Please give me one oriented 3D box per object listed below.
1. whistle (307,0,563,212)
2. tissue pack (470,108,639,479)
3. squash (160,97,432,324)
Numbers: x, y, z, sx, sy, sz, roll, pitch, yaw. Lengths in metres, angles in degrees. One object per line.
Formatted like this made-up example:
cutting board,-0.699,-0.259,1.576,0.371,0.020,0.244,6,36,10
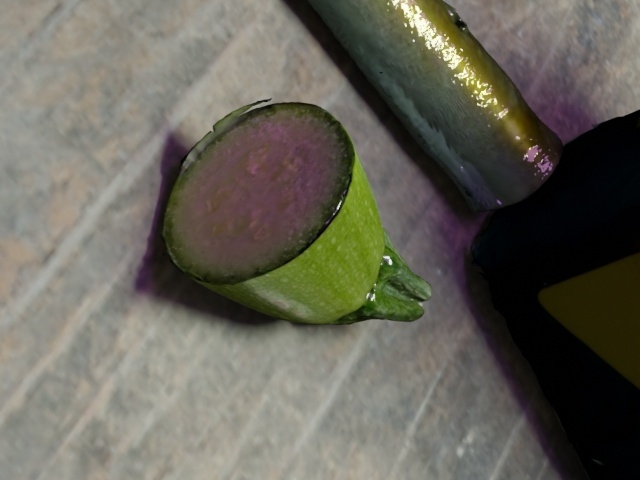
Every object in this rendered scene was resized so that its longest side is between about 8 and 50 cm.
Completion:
whistle,0.016,-0.149,0.964,0.326,0.057,0.068,48,44,-19
tissue pack,0.334,0.006,0.952,0.264,0.416,0.253,59,41,-8
squash,-0.003,0.008,0.861,0.132,0.105,0.105,49,40,-46
